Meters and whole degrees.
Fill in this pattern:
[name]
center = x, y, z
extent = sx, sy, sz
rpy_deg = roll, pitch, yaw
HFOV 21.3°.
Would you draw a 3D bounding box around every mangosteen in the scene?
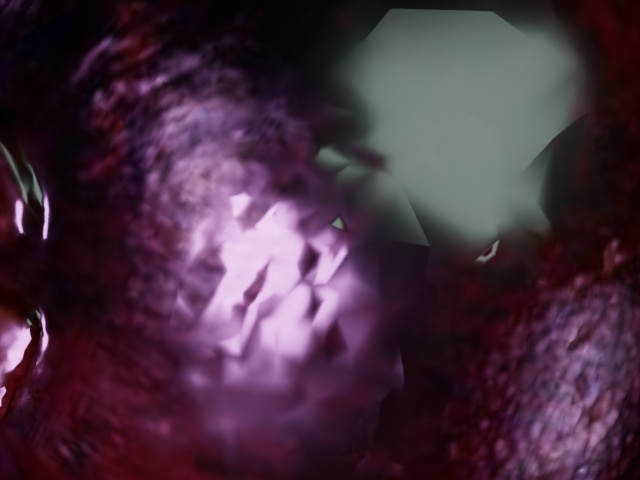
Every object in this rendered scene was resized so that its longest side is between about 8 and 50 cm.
[mangosteen]
center = 0.000, 0.000, 0.568
extent = 0.347, 0.307, 0.307
rpy_deg = 1, 67, -52
